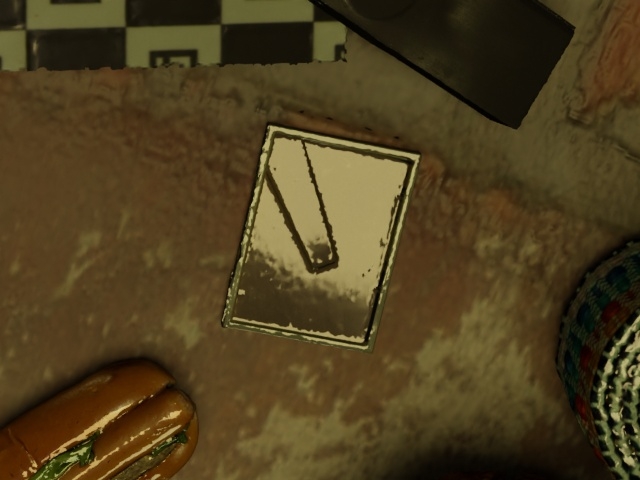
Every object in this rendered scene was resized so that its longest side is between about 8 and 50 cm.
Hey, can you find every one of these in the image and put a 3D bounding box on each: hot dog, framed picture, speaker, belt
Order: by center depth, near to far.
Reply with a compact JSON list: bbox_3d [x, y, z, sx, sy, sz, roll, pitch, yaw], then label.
[{"bbox_3d":[0.058,-0.159,1.238,0.218,0.044,0.082,32,91,-25],"label":"speaker"},{"bbox_3d":[0.294,0.104,1.319,0.258,0.150,0.207,16,106,-10],"label":"belt"},{"bbox_3d":[0.000,0.000,1.326,0.109,0.011,0.149,11,106,-10],"label":"framed picture"},{"bbox_3d":[-0.192,0.172,1.329,0.249,0.068,0.100,-35,109,6],"label":"hot dog"}]

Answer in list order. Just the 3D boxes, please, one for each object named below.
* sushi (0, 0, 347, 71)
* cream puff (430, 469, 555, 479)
[{"bbox_3d":[-0.149,-0.284,1.182,0.343,0.064,0.359,-4,105,-21],"label":"sushi"},{"bbox_3d":[0.144,0.275,1.322,0.303,0.212,0.303,11,139,10],"label":"cream puff"}]
